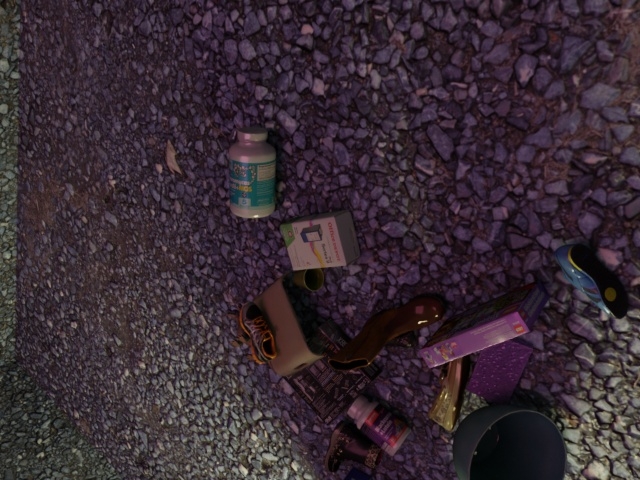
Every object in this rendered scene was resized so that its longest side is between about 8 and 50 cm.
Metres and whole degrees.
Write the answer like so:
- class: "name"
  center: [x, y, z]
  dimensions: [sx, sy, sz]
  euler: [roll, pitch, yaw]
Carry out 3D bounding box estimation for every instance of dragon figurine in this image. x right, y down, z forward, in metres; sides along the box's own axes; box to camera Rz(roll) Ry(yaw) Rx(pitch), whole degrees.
- class: "dragon figurine"
  center: [-0.231, 0.353, 1.941]
  dimensions: [0.289, 0.144, 0.085]
  euler: [41, 128, -8]

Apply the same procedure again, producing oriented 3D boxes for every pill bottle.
- class: "pill bottle"
  center: [0.185, 0.588, 1.717]
  dimensions: [0.193, 0.108, 0.108]
  euler: [35, 125, 20]
- class: "pill bottle"
  center: [-0.212, -0.213, 1.658]
  dimensions: [0.146, 0.146, 0.264]
  euler: [17, 118, 30]

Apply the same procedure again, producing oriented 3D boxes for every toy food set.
- class: "toy food set"
  center: [-0.110, 0.282, 1.786]
  dimensions: [0.220, 0.092, 0.306]
  euler: [-40, 68, 45]

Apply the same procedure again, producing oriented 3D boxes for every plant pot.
- class: "plant pot"
  center: [0.470, 0.563, 1.423]
  dimensions: [0.195, 0.290, 0.290]
  euler: [-172, 61, -74]
- class: "plant pot"
  center: [-0.045, 0.123, 1.723]
  dimensions: [0.079, 0.083, 0.083]
  euler: [-6, 105, 49]

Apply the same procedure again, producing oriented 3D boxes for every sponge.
- class: "sponge"
  center: [0.480, 0.343, 1.440]
  dimensions: [0.117, 0.031, 0.210]
  euler: [20, 118, 16]

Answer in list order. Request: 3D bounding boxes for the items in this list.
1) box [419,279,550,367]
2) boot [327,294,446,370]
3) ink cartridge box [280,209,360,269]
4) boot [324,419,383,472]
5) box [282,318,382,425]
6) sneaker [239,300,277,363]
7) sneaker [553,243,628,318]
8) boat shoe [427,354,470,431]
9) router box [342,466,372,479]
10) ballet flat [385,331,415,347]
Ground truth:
- class: "box"
  center: [0.410, 0.210, 1.339]
  dimensions: [0.293, 0.201, 0.057]
  euler: [-34, 87, 39]
- class: "boot"
  center: [0.185, 0.252, 1.467]
  dimensions: [0.264, 0.280, 0.096]
  euler: [-14, 100, 39]
- class: "ink cartridge box"
  center: [0.000, 0.000, 1.625]
  dimensions: [0.212, 0.093, 0.154]
  euler: [-7, 103, 36]
- class: "boot"
  center: [0.114, 0.756, 1.855]
  dimensions: [0.179, 0.085, 0.236]
  euler: [23, 122, 24]
- class: "box"
  center: [0.029, 0.448, 1.795]
  dimensions: [0.242, 0.076, 0.307]
  euler: [44, 128, 14]
- class: "sneaker"
  center: [-0.198, 0.301, 1.762]
  dimensions: [0.083, 0.084, 0.214]
  euler: [-15, 97, 49]
- class: "sneaker"
  center: [0.624, 0.094, 1.235]
  dimensions: [0.209, 0.069, 0.082]
  euler: [50, 162, -2]
- class: "boat shoe"
  center: [0.362, 0.422, 1.522]
  dimensions: [0.089, 0.104, 0.285]
  euler: [18, 119, 27]
- class: "router box"
  center: [0.056, 1.012, 1.838]
  dimensions: [0.082, 0.335, 0.301]
  euler: [17, 117, 28]
- class: "ballet flat"
  center: [0.208, 0.294, 1.621]
  dimensions: [0.173, 0.057, 0.049]
  euler: [-1, 96, 30]
